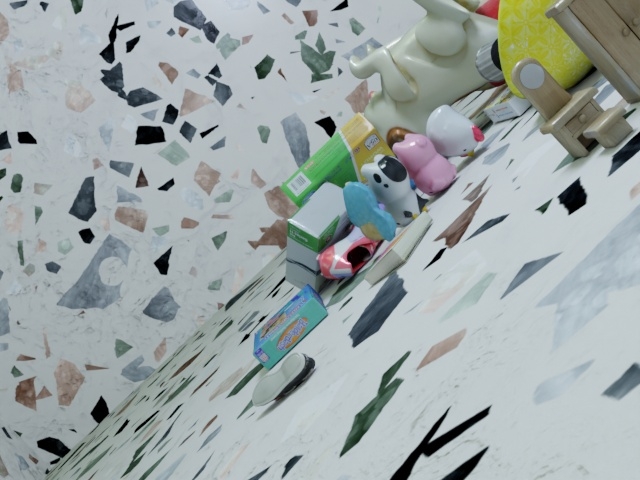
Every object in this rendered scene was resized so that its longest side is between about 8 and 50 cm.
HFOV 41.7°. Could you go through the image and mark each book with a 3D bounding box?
[{"bbox_3d":[0.139,0.013,1.509,0.096,0.035,0.144,-43,4,43],"label":"book"}]

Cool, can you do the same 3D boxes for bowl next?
[{"bbox_3d":[0.445,-0.393,1.493,0.156,0.289,0.289,10,42,35],"label":"bowl"}]

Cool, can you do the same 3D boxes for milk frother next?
[{"bbox_3d":[0.391,-0.339,1.688,0.135,0.129,0.143,174,105,-81],"label":"milk frother"}]

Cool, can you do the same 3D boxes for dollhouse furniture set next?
[{"bbox_3d":[0.401,-0.261,0.963,0.303,0.174,0.355,-44,5,-1],"label":"dollhouse furniture set"}]

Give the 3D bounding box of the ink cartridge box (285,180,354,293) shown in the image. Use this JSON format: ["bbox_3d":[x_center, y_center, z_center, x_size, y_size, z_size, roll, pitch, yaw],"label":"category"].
[{"bbox_3d":[0.000,0.000,1.833,0.153,0.087,0.208,-47,-24,-35],"label":"ink cartridge box"}]

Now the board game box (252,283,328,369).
[{"bbox_3d":[-0.063,0.168,1.684,0.160,0.047,0.210,-43,5,1],"label":"board game box"}]

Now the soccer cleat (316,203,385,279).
[{"bbox_3d":[0.092,0.003,1.764,0.095,0.083,0.248,6,34,40],"label":"soccer cleat"}]

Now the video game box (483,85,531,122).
[{"bbox_3d":[0.460,-0.344,1.809,0.205,0.048,0.187,-44,3,-2],"label":"video game box"}]

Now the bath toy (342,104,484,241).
[{"bbox_3d":[0.206,-0.140,1.695,0.129,0.151,0.348,20,52,44],"label":"bath toy"}]

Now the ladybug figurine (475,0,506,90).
[{"bbox_3d":[0.492,-0.542,2.136,0.449,0.162,0.305,-42,-33,21],"label":"ladybug figurine"}]

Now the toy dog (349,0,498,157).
[{"bbox_3d":[0.264,-0.386,2.022,0.408,0.395,0.284,-61,6,28],"label":"toy dog"}]

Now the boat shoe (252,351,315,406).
[{"bbox_3d":[-0.058,0.221,1.319,0.125,0.038,0.046,-47,46,21],"label":"boat shoe"}]

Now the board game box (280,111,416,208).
[{"bbox_3d":[0.074,-0.127,1.946,0.242,0.064,0.316,-44,-30,4],"label":"board game box"}]
